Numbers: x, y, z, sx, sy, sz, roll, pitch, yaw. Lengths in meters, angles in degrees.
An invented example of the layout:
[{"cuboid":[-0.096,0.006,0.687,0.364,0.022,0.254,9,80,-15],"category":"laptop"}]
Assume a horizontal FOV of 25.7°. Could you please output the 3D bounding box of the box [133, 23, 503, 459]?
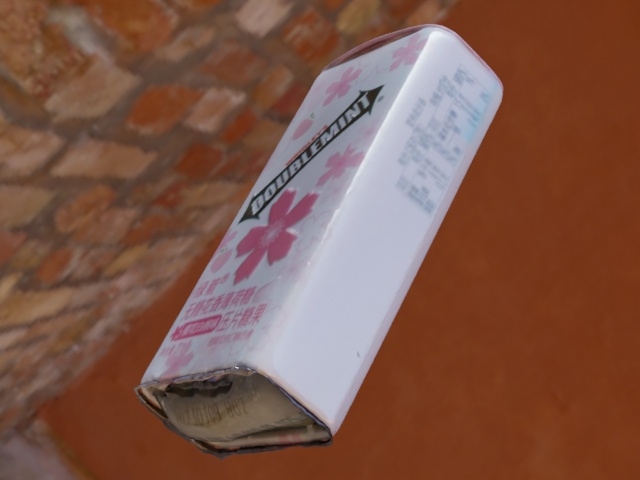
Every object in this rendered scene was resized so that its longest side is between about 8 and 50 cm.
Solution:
[{"cuboid":[0.000,0.000,1.149,0.112,0.190,0.370,42,57,-21],"category":"box"}]
